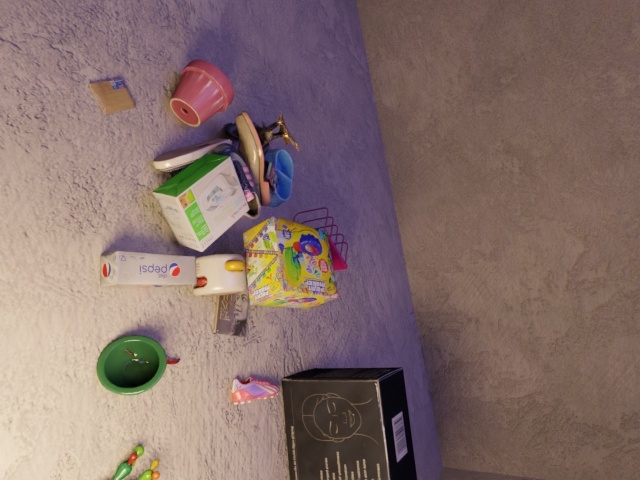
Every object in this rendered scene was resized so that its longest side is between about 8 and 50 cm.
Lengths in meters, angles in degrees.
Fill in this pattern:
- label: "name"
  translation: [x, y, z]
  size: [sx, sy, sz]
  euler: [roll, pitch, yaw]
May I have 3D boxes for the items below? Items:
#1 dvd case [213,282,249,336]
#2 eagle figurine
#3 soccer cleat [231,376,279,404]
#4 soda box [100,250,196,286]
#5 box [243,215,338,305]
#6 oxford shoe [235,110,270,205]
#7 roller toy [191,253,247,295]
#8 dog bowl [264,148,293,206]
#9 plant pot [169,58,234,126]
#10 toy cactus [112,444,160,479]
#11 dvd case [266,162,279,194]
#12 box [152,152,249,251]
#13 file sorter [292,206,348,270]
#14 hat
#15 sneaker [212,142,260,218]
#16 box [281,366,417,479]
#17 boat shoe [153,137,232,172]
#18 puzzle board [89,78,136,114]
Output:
- label: "dvd case"
  translation: [-0.344, 0.259, 1.620]
  size: [0.164, 0.018, 0.221]
  euler: [28, 58, -52]
- label: "eagle figurine"
  translation: [-0.270, -0.444, 1.833]
  size: [0.226, 0.298, 0.225]
  euler: [50, -19, 18]
- label: "soccer cleat"
  translation: [-0.250, 0.577, 1.622]
  size: [0.248, 0.083, 0.095]
  euler: [13, 65, -54]
- label: "soda box"
  translation: [-0.530, 0.095, 1.295]
  size: [0.286, 0.091, 0.098]
  euler: [9, 73, -58]
- label: "box"
  translation: [-0.110, 0.095, 1.531]
  size: [0.290, 0.177, 0.279]
  euler: [14, 59, -47]
- label: "oxford shoe"
  translation: [-0.304, -0.314, 1.671]
  size: [0.140, 0.147, 0.396]
  euler: [-131, -150, -64]
- label: "roller toy"
  translation: [-0.360, 0.118, 1.465]
  size: [0.209, 0.191, 0.146]
  euler: [129, -45, -78]
- label: "dog bowl"
  translation: [-0.201, -0.306, 1.974]
  size: [0.166, 0.074, 0.297]
  euler: [33, 54, -50]
- label: "plant pot"
  translation: [-0.454, -0.532, 1.537]
  size: [0.201, 0.201, 0.180]
  euler: [50, 57, -39]
- label: "toy cactus"
  translation: [-0.536, 0.680, 1.114]
  size: [0.180, 0.112, 0.218]
  euler: [23, 70, -43]
- label: "dvd case"
  translation: [-0.211, -0.273, 1.823]
  size: [0.119, 0.013, 0.087]
  euler: [67, 27, -58]
- label: "box"
  translation: [-0.403, -0.135, 1.429]
  size: [0.262, 0.127, 0.231]
  euler: [-49, 140, -37]
- label: "file sorter"
  translation: [0.000, 0.000, 2.060]
  size: [0.290, 0.202, 0.182]
  euler: [58, 32, -43]
- label: "hat"
  translation: [-0.546, 0.398, 1.243]
  size: [0.209, 0.183, 0.173]
  euler: [12, 55, -12]
- label: "sneaker"
  translation: [-0.297, -0.216, 1.553]
  size: [0.131, 0.112, 0.319]
  euler: [49, -13, 43]
- label: "box"
  translation: [0.117, 0.808, 1.763]
  size: [0.297, 0.472, 0.479]
  euler: [9, 73, -59]
- label: "boat shoe"
  translation: [-0.446, -0.267, 1.526]
  size: [0.340, 0.127, 0.158]
  euler: [-34, 127, -46]
- label: "puzzle board"
  translation: [-0.665, -0.463, 1.326]
  size: [0.128, 0.011, 0.096]
  euler: [-49, 121, -53]
